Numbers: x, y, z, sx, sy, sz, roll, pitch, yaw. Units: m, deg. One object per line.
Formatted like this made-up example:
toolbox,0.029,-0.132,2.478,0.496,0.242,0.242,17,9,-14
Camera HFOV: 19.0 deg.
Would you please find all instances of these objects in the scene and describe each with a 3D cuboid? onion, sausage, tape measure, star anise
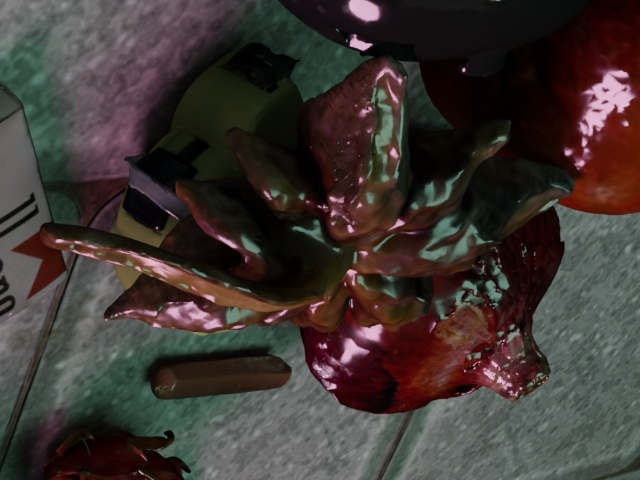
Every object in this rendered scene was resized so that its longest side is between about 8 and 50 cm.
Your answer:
onion,0.101,0.043,1.562,0.252,0.219,0.252,-33,154,-19
sausage,-0.085,0.114,1.597,0.147,0.035,0.030,0,145,-46
tape measure,-0.075,-0.020,1.405,0.175,0.106,0.200,-40,143,-23
star anise,0.001,-0.002,1.288,0.292,0.109,0.349,-41,143,15

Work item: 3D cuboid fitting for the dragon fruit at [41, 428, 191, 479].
dragon fruit,-0.171,0.215,1.535,0.166,0.133,0.136,34,56,-57

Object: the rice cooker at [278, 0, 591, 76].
rice cooker,0.069,-0.242,1.199,0.267,0.267,0.224,-19,133,-35

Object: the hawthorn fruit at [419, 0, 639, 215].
hawthorn fruit,0.225,-0.151,1.420,0.311,0.295,0.295,33,100,-32

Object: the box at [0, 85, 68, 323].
box,-0.238,-0.012,1.297,0.115,0.036,0.177,-33,144,-20
